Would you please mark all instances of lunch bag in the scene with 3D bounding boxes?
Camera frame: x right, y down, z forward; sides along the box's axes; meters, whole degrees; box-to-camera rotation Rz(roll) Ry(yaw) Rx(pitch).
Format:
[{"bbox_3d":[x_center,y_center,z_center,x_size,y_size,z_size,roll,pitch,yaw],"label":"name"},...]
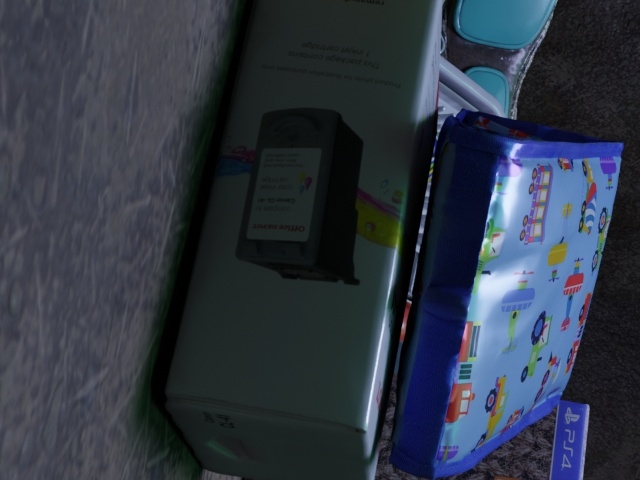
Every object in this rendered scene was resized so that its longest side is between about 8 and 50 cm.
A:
[{"bbox_3d":[0.118,0.030,0.877,0.293,0.138,0.221,-22,125,-73],"label":"lunch bag"}]

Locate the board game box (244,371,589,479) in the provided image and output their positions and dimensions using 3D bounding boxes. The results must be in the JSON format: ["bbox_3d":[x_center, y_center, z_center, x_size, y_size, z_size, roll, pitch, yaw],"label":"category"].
[{"bbox_3d":[0.079,0.255,1.129,0.141,0.290,0.232,88,13,-55],"label":"board game box"}]

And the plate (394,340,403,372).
[{"bbox_3d":[0.059,0.193,1.312,0.024,0.188,0.188,-36,135,-69],"label":"plate"}]

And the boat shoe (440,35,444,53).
[{"bbox_3d":[0.088,-0.213,1.428,0.079,0.095,0.255,108,5,-59],"label":"boat shoe"}]

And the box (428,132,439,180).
[{"bbox_3d":[0.078,-0.066,1.416,0.054,0.059,0.169,58,48,-30],"label":"box"}]

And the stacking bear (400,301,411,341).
[{"bbox_3d":[0.057,0.177,1.401,0.175,0.164,0.289,-120,-158,-68],"label":"stacking bear"}]

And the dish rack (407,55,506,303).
[{"bbox_3d":[0.124,-0.060,1.570,0.285,0.072,0.333,26,69,-46],"label":"dish rack"}]

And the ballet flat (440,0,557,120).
[{"bbox_3d":[0.235,-0.276,1.855,0.182,0.164,0.483,-135,-123,-73],"label":"ballet flat"}]

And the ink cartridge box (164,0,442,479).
[{"bbox_3d":[0.000,0.000,0.863,0.226,0.131,0.306,81,18,-69],"label":"ink cartridge box"}]
